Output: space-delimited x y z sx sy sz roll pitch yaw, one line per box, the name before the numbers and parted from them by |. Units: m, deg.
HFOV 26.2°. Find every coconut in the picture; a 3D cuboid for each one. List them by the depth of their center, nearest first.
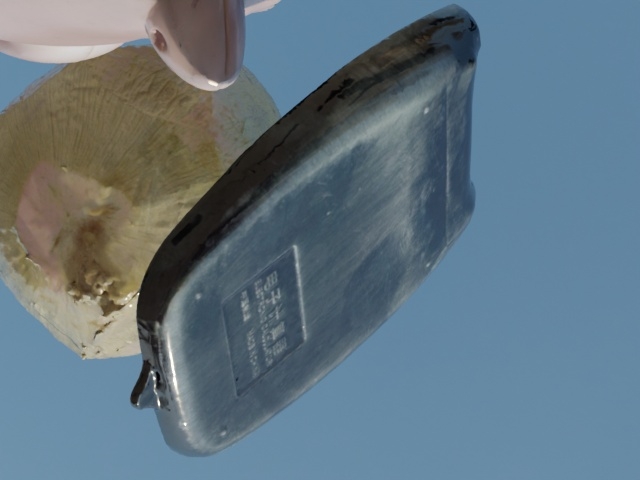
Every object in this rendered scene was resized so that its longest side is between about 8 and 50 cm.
coconut | -0.174 -0.039 1.276 0.297 0.254 0.297 5 -79 28

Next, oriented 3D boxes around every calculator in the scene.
calculator | 0.000 0.000 0.704 0.040 0.177 0.268 31 -123 31

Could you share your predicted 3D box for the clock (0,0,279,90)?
clock | -0.160 -0.269 0.819 0.376 0.250 0.368 40 -47 47
